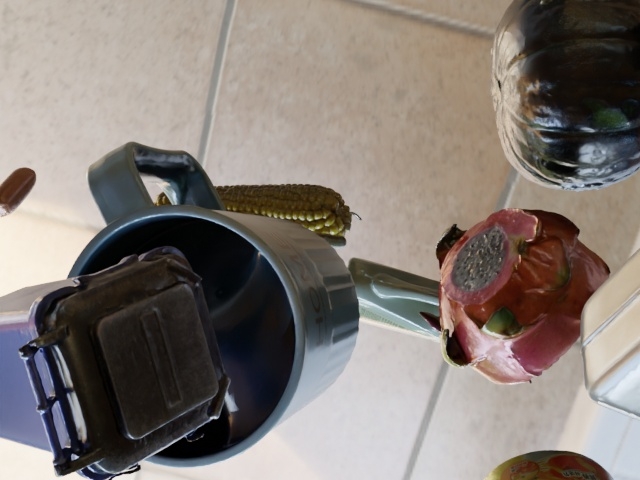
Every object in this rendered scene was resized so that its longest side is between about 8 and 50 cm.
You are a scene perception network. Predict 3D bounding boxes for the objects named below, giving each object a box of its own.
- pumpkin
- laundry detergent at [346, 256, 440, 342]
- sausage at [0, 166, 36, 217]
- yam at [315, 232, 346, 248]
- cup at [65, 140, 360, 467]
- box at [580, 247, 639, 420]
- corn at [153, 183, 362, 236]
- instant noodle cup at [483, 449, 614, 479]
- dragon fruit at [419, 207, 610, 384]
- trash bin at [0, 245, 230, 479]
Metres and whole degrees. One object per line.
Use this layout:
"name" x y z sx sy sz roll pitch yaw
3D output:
"pumpkin" 0.422 -0.254 1.887 0.266 0.363 0.364 -7 118 -4
"laundry detergent" 0.174 0.118 2.082 0.280 0.215 0.105 16 74 4
"sausage" -0.365 -0.058 1.354 0.034 0.083 0.034 8 125 12
"yam" 0.000 0.000 1.501 0.021 0.116 0.021 -1 88 33
"cup" -0.131 0.075 1.268 0.331 0.311 0.257 33 98 12
"box" 0.235 0.064 0.474 0.243 0.055 0.103 21 136 -13
"corn" -0.097 -0.036 1.662 0.310 0.101 0.102 2 118 9
"instant noodle cup" 0.321 0.423 1.550 0.264 0.200 0.264 1 124 2
"dragon fruit" 0.287 0.074 1.766 0.189 0.291 0.290 35 116 -23
"trash bin" -0.216 0.104 0.964 0.234 0.184 0.163 -4 104 43
